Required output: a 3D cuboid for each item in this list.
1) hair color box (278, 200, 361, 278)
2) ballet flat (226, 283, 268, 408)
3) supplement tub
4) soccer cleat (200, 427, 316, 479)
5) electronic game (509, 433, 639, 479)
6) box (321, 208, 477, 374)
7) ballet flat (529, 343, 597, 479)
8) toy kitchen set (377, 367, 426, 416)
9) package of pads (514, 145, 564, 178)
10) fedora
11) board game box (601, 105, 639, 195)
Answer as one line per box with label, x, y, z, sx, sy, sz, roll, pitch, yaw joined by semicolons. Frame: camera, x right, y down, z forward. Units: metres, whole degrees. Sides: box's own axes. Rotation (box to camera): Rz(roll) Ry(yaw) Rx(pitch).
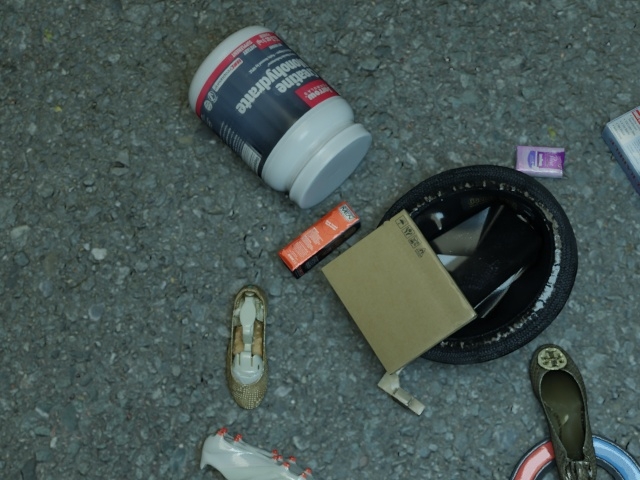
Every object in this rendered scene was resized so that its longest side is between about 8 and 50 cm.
hair color box;0.000;0.000;1.948;0.141;0.072;0.043;-39;76;-4
ballet flat;-0.122;0.171;1.922;0.073;0.067;0.206;-3;77;3
supplement tub;-0.067;-0.204;1.938;0.191;0.191;0.272;-45;77;-6
soccer cleat;-0.100;0.369;1.882;0.196;0.068;0.076;22;95;11
electronic game;0.404;0.414;1.833;0.229;0.048;0.229;-1;78;5
box;0.119;0.079;1.809;0.164;0.021;0.201;-36;76;10
ballet flat;0.382;0.270;1.835;0.084;0.058;0.250;-7;59;4
toy kitchen set;0.145;0.228;1.886;0.083;0.068;0.075;36;83;11
package of pads;0.366;-0.131;1.967;0.083;0.032;0.050;4;80;6
fedora;0.245;0.043;1.867;0.334;0.152;0.334;-2;83;17
board game box;0.681;-0.127;1.921;0.318;0.066;0.319;-28;77;-2
